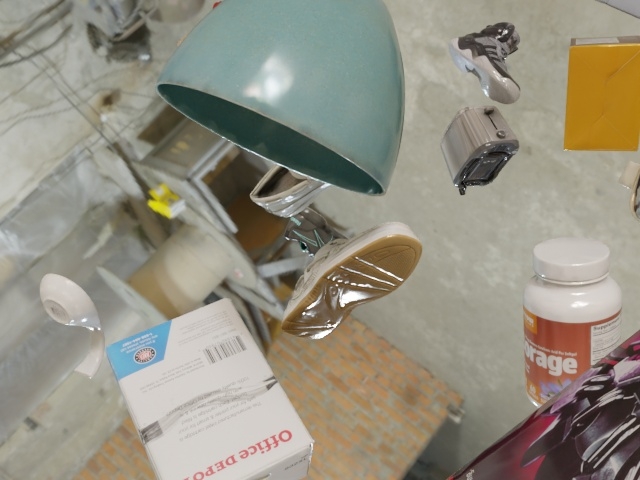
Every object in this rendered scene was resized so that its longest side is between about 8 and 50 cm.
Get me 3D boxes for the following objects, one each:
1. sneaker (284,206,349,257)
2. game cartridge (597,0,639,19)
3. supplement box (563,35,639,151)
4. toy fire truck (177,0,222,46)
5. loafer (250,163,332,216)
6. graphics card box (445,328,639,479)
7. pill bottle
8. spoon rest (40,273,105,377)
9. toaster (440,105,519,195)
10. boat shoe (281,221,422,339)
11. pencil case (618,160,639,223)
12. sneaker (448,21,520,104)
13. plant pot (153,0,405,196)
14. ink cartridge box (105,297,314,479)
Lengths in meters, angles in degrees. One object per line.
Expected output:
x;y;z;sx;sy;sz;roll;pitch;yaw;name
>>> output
0.000;0.000;1.873;0.267;0.106;0.101;38;176;-40;sneaker
0.658;-0.492;1.252;0.297;0.198;0.062;28;-157;8;game cartridge
0.539;-0.284;1.301;0.129;0.194;0.191;4;112;20;supplement box
-0.208;-0.529;1.685;0.247;0.158;0.217;12;-172;6;toy fire truck
-0.020;-0.153;1.370;0.112;0.112;0.319;13;138;-39;loafer
0.195;0.103;0.278;0.094;0.371;0.233;47;-164;-3;graphics card box
0.326;0.111;0.887;0.121;0.121;0.216;18;122;50;pill bottle
-0.540;0.180;1.515;0.137;0.084;0.276;13;129;21;spoon rest
0.387;-0.232;1.704;0.227;0.129;0.146;115;143;-57;toaster
0.031;0.038;0.921;0.098;0.096;0.277;23;139;-25;boat shoe
0.690;-0.058;1.060;0.411;0.159;0.183;11;-155;-13;pencil case
0.439;-0.448;1.671;0.268;0.153;0.101;57;179;40;sneaker
-0.019;-0.200;0.797;0.290;0.195;0.290;23;177;1;plant pot
-0.182;0.276;1.102;0.307;0.223;0.129;54;153;33;ink cartridge box
